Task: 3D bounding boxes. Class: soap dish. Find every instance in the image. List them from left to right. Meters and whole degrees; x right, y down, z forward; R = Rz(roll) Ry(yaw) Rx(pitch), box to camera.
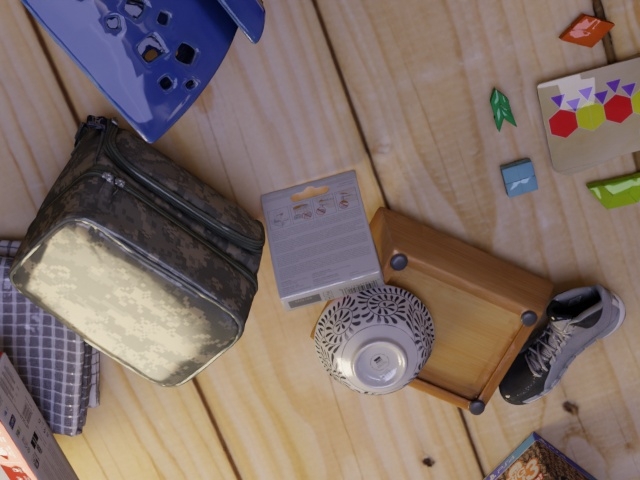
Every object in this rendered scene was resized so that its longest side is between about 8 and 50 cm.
[{"bbox_3d":[0.163,0.112,1.838,0.291,0.118,0.229,24,110,-13],"label":"soap dish"}]

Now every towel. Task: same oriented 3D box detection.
[{"bbox_3d":[-0.436,0.142,1.813,0.235,0.121,0.284,3,113,-4],"label":"towel"}]

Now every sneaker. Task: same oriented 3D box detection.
[{"bbox_3d":[0.332,0.139,1.851,0.228,0.086,0.132,-44,147,6],"label":"sneaker"}]

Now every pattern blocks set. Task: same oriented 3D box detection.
[{"bbox_3d":[0.399,-0.179,1.775,0.324,0.026,0.285,-7,114,0],"label":"pattern blocks set"}]

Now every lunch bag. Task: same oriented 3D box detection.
[{"bbox_3d":[-0.230,0.000,1.697,0.305,0.256,0.212,34,129,-18],"label":"lunch bag"}]

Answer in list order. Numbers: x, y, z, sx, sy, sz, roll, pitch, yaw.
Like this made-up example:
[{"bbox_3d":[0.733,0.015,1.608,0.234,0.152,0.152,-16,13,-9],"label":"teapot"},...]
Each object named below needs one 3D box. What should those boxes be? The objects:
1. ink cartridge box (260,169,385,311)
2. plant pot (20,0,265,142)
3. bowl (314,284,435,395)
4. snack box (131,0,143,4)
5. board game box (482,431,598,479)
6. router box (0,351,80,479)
[{"bbox_3d":[0.000,0.000,1.768,0.145,0.179,0.045,-15,144,5],"label":"ink cartridge box"},{"bbox_3d":[-0.206,-0.287,1.520,0.212,0.236,0.236,-38,111,4],"label":"plant pot"},{"bbox_3d":[0.077,0.152,1.742,0.170,0.080,0.170,-1,114,-2],"label":"bowl"},{"bbox_3d":[-0.296,-0.421,1.609,0.187,0.060,0.322,-41,110,14],"label":"snack box"},{"bbox_3d":[0.382,0.468,1.911,0.232,0.291,0.141,37,106,-18],"label":"board game box"},{"bbox_3d":[-0.532,0.290,1.794,0.301,0.082,0.335,-3,137,13],"label":"router box"}]
